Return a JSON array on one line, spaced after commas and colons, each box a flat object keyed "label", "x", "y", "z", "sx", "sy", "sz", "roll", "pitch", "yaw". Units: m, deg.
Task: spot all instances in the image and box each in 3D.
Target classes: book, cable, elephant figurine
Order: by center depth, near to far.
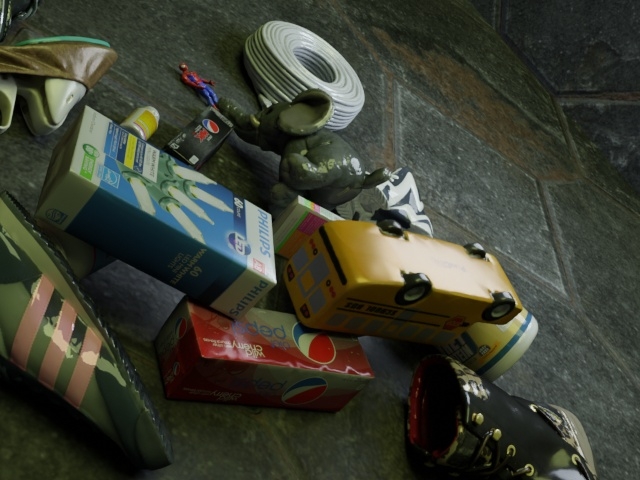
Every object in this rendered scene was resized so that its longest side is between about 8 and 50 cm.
[{"label": "book", "x": 0.000, "y": 0.000, "z": 1.256, "sx": 0.144, "sy": 0.096, "sz": 0.035, "roll": 28, "pitch": 34, "yaw": -24}, {"label": "elephant figurine", "x": -0.035, "y": -0.161, "z": 1.330, "sx": 0.186, "sy": 0.169, "sz": 0.240, "roll": 10, "pitch": 52, "yaw": -37}, {"label": "cable", "x": -0.032, "y": -0.320, "z": 1.615, "sx": 0.257, "sy": 0.089, "sz": 0.257, "roll": 2, "pitch": 50, "yaw": -47}]

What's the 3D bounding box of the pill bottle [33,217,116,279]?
[{"label": "pill bottle", "x": -0.276, "y": -0.003, "z": 0.959, "sx": 0.087, "sy": 0.087, "sz": 0.160, "roll": 45, "pitch": 32, "yaw": 4}]

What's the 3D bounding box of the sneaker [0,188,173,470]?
[{"label": "sneaker", "x": -0.271, "y": 0.115, "z": 0.833, "sx": 0.319, "sy": 0.131, "sz": 0.112, "roll": 57, "pitch": -12, "yaw": -3}]

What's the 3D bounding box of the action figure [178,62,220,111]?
[{"label": "action figure", "x": -0.198, "y": -0.258, "z": 1.415, "sx": 0.115, "sy": 0.030, "sz": 0.038, "roll": 43, "pitch": 36, "yaw": 4}]

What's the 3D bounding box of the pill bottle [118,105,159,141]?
[{"label": "pill bottle", "x": -0.262, "y": -0.165, "z": 1.213, "sx": 0.043, "sy": 0.043, "sz": 0.083, "roll": 37, "pitch": 32, "yaw": -10}]

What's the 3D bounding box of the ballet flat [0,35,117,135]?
[{"label": "ballet flat", "x": -0.396, "y": -0.194, "z": 1.053, "sx": 0.342, "sy": 0.116, "sz": 0.124, "roll": -8, "pitch": 77, "yaw": -52}]

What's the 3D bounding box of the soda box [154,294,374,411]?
[{"label": "soda box", "x": -0.065, "y": 0.144, "z": 1.021, "sx": 0.263, "sy": 0.083, "sz": 0.092, "roll": 14, "pitch": 40, "yaw": -38}]

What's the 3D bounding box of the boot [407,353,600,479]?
[{"label": "boot", "x": 0.267, "y": 0.326, "z": 1.121, "sx": 0.284, "sy": 0.138, "sz": 0.377, "roll": 30, "pitch": 30, "yaw": -22}]

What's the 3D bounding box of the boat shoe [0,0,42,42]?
[{"label": "boat shoe", "x": -0.446, "y": -0.371, "z": 1.181, "sx": 0.119, "sy": 0.121, "sz": 0.335, "roll": 17, "pitch": 39, "yaw": -34}]

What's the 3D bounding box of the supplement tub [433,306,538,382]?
[{"label": "supplement tub", "x": 0.227, "y": 0.115, "z": 1.326, "sx": 0.199, "sy": 0.144, "sz": 0.144, "roll": 43, "pitch": 31, "yaw": 2}]

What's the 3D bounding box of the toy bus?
[{"label": "toy bus", "x": 0.123, "y": 0.064, "z": 1.126, "sx": 0.332, "sy": 0.130, "sz": 0.108, "roll": 13, "pitch": 40, "yaw": -41}]

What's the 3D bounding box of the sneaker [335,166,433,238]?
[{"label": "sneaker", "x": 0.102, "y": -0.088, "z": 1.482, "sx": 0.235, "sy": 0.094, "sz": 0.153, "roll": 29, "pitch": 32, "yaw": -21}]

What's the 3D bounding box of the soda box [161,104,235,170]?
[{"label": "soda box", "x": -0.189, "y": -0.139, "z": 1.248, "sx": 0.053, "sy": 0.060, "sz": 0.169, "roll": 38, "pitch": 32, "yaw": -5}]

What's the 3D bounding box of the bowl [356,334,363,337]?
[{"label": "bowl", "x": 0.021, "y": 0.081, "z": 1.197, "sx": 0.170, "sy": 0.080, "sz": 0.170, "roll": 29, "pitch": 34, "yaw": -22}]

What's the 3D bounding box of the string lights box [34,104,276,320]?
[{"label": "string lights box", "x": -0.176, "y": -0.027, "z": 0.941, "sx": 0.259, "sy": 0.077, "sz": 0.133, "roll": 30, "pitch": 30, "yaw": -28}]
